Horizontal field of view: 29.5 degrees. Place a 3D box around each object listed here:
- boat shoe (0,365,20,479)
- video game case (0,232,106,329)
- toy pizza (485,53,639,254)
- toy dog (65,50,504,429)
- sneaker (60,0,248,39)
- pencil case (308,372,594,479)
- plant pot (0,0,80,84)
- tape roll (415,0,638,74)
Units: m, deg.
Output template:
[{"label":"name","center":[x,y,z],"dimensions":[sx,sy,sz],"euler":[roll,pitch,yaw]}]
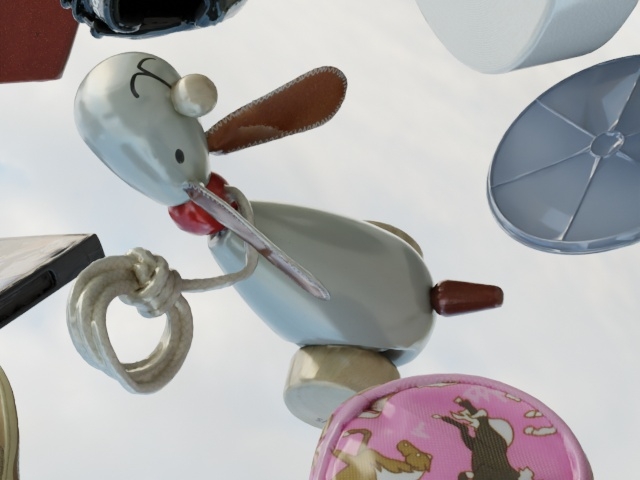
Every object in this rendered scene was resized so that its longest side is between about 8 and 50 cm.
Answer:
[{"label":"boat shoe","center":[-0.492,0.318,1.730],"dimensions":[0.110,0.121,0.341],"euler":[2,-129,-26]},{"label":"video game case","center":[-0.381,0.064,1.152],"dimensions":[0.248,0.275,0.035],"euler":[-39,-63,-45]},{"label":"toy pizza","center":[0.221,-0.063,0.916],"dimensions":[0.032,0.201,0.201],"euler":[53,-156,-37]},{"label":"toy dog","center":[0.000,0.000,0.802],"dimensions":[0.334,0.161,0.220],"euler":[24,-124,-52]},{"label":"sneaker","center":[-0.169,-0.215,0.892],"dimensions":[0.276,0.097,0.135],"euler":[13,-137,8]},{"label":"pencil case","center":[0.099,0.244,0.768],"dimensions":[0.386,0.167,0.160],"euler":[71,-162,-46]},{"label":"plant pot","center":[-0.400,-0.287,1.299],"dimensions":[0.267,0.267,0.235],"euler":[-12,-72,-42]},{"label":"tape roll","center":[0.116,-0.308,0.842],"dimensions":[0.392,0.072,0.391],"euler":[167,90,-79]}]
